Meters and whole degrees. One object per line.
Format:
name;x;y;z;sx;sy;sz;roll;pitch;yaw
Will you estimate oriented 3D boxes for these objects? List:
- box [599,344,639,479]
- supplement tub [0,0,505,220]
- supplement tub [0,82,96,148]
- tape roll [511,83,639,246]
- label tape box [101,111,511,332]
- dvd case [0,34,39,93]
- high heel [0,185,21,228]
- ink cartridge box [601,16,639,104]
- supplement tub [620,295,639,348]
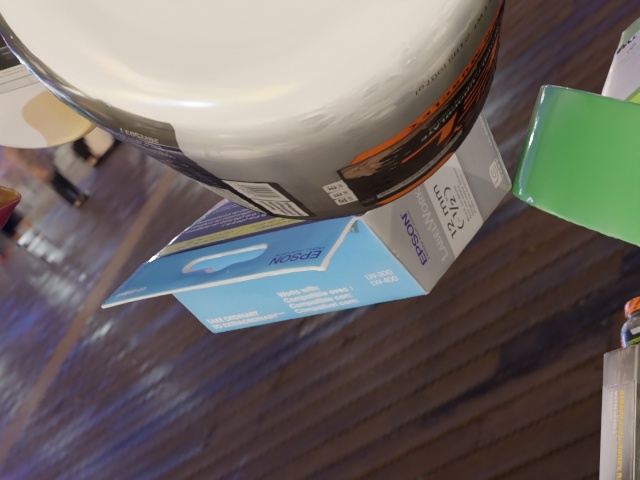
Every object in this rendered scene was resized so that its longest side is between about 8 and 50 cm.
box;0.394;0.220;1.168;0.056;0.231;0.183;-30;48;61
supplement tub;-0.014;-0.119;0.551;0.207;0.207;0.338;-49;-8;2
supplement tub;-0.367;-0.271;1.436;0.191;0.191;0.272;-33;55;44
tape roll;0.285;-0.022;0.720;0.321;0.321;0.077;-133;58;-74
label tape box;0.000;0.000;1.079;0.249;0.115;0.347;-13;21;35
dvd case;-0.347;-0.246;1.134;0.179;0.238;0.029;-13;48;18
high heel;-0.385;-0.047;1.201;0.117;0.082;0.244;-37;-14;-12
ink cartridge box;0.470;-0.236;1.512;0.189;0.097;0.255;-46;12;48
supplement tub;0.485;0.175;1.600;0.117;0.117;0.190;-31;54;48
